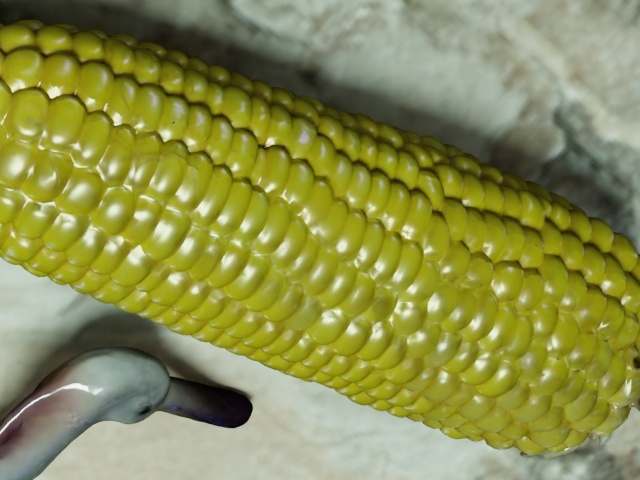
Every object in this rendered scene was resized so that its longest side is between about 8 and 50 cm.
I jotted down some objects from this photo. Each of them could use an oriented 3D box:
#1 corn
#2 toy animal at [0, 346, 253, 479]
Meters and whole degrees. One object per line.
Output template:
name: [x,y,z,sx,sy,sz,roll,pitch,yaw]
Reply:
corn: [0.000,0.000,0.598,0.305,0.106,0.106,21,108,-27]
toy animal: [-0.183,0.103,0.571,0.324,0.090,0.195,-34,155,-9]
